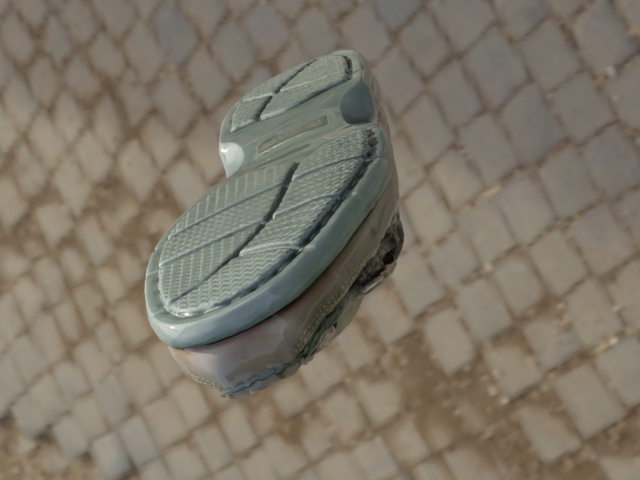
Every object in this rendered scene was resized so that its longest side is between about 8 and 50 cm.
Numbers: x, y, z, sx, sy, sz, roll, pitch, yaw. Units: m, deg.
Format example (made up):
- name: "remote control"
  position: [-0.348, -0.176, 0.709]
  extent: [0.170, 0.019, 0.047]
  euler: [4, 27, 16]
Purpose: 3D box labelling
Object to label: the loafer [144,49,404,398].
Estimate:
- name: "loafer"
  position: [0.000, 0.000, 0.760]
  extent: [0.096, 0.267, 0.084]
  euler: [-22, 109, 15]
